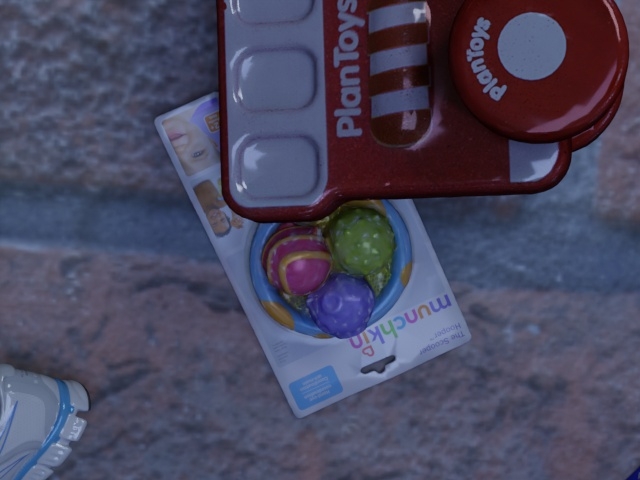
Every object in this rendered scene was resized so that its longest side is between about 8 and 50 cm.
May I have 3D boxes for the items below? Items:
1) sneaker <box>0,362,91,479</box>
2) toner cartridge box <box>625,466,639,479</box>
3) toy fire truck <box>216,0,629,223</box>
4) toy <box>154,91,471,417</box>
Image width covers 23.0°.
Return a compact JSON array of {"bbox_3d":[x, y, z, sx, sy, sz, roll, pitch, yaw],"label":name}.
[{"bbox_3d":[-0.238,0.161,1.041,0.083,0.071,0.190,31,91,-34],"label":"sneaker"},{"bbox_3d":[0.263,0.208,1.071,0.348,0.165,0.075,-44,105,5],"label":"toner cartridge box"},{"bbox_3d":[0.054,-0.166,0.952,0.254,0.169,0.302,-3,90,10],"label":"toy fire truck"},{"bbox_3d":[0.000,0.000,1.046,0.137,0.056,0.237,-24,105,1],"label":"toy"}]
